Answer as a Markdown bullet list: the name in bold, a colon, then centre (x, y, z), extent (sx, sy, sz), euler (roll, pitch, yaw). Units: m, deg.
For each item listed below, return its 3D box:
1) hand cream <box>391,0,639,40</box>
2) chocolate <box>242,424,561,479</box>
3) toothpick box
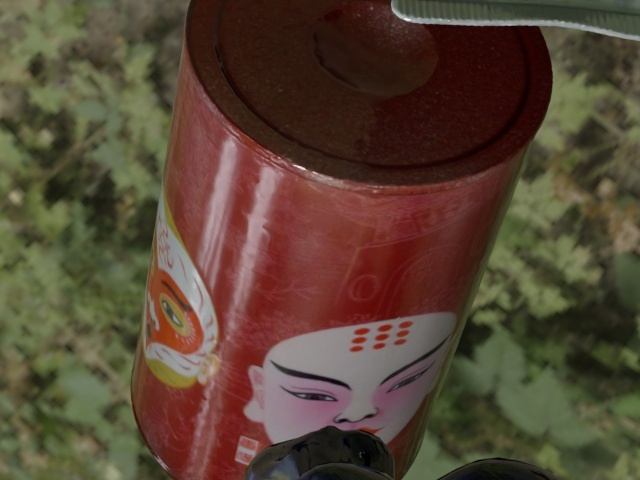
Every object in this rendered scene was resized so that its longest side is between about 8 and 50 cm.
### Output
- **hand cream**: centre (0.138, -0.210, 1.058), extent (0.185, 0.359, 0.118), euler (7, 129, -1)
- **chocolate**: centre (0.065, 0.166, 0.432), extent (0.148, 0.343, 0.126), euler (-29, 132, 3)
- **toothpick box**: centre (0.000, 0.000, 1.126), extent (0.204, 0.204, 0.333), euler (30, 142, 13)
